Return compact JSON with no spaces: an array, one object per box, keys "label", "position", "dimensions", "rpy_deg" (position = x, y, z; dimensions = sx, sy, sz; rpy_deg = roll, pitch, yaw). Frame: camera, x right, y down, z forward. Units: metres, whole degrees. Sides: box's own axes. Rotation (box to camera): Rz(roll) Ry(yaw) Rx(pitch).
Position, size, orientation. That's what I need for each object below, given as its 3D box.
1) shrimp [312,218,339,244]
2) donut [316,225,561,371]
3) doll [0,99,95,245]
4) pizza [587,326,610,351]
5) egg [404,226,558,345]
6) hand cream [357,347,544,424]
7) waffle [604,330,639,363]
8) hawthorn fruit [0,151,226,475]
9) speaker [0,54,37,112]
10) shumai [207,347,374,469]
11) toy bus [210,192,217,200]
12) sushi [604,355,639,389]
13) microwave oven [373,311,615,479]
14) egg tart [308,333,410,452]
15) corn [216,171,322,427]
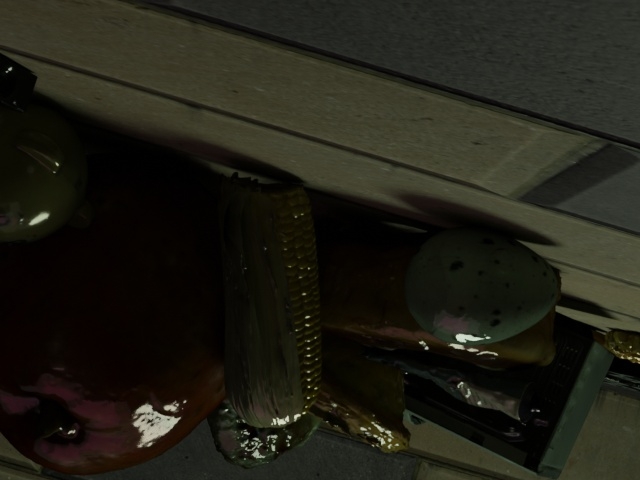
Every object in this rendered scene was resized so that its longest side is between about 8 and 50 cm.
[{"label":"shrimp","position":[0.004,-0.002,1.864],"dimensions":[0.076,0.082,0.174],"rpy_deg":[-27,-175,-3]},{"label":"donut","position":[0.135,0.066,1.697],"dimensions":[0.330,0.160,0.330],"rpy_deg":[8,-177,0]},{"label":"doll","position":[-0.379,-0.087,1.520],"dimensions":[0.260,0.162,0.177],"rpy_deg":[16,153,18]},{"label":"pizza","position":[0.387,0.148,2.258],"dimensions":[0.178,0.041,0.131],"rpy_deg":[20,175,-33]},{"label":"egg","position":[0.171,0.052,1.479],"dimensions":[0.164,0.131,0.131],"rpy_deg":[11,175,-4]},{"label":"hand cream","position":[0.169,0.168,1.722],"dimensions":[0.247,0.052,0.075],"rpy_deg":[19,169,36]},{"label":"waffle","position":[0.533,0.180,2.167],"dimensions":[0.191,0.038,0.191],"rpy_deg":[16,174,2]},{"label":"hawthorn fruit","position":[-0.271,0.103,1.702],"dimensions":[0.402,0.403,0.403],"rpy_deg":[16,174,2]},{"label":"speaker","position":[-0.327,-0.163,1.247],"dimensions":[0.046,0.040,0.191],"rpy_deg":[16,175,21]},{"label":"shumai","position":[-0.014,0.162,2.287],"dimensions":[0.348,0.395,0.395],"rpy_deg":[-8,170,8]},{"label":"toy bus","position":[-0.151,0.080,1.981],"dimensions":[0.138,0.097,0.343],"rpy_deg":[10,137,14]},{"label":"sushi","position":[0.547,0.226,2.472],"dimensions":[0.294,0.059,0.292],"rpy_deg":[21,172,-42]},{"label":"microwave oven","position":[0.238,0.187,2.008],"dimensions":[0.295,0.238,0.181],"rpy_deg":[24,179,25]},{"label":"egg tart","position":[0.020,0.183,1.882],"dimensions":[0.288,0.118,0.288],"rpy_deg":[31,176,3]},{"label":"corn","position":[-0.063,0.066,1.575],"dimensions":[0.122,0.305,0.123],"rpy_deg":[14,-154,40]}]
